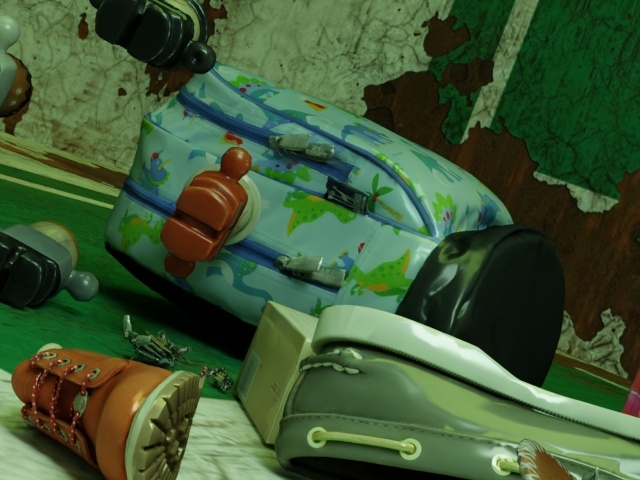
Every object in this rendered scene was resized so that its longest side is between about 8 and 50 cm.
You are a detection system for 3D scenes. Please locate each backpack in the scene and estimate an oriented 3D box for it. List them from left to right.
[{"bbox_3d":[0.000,0.000,1.227,0.356,0.273,0.290,9,4,26],"label":"backpack"}]

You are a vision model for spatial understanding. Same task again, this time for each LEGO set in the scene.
[{"bbox_3d":[-0.097,0.079,0.973,0.083,0.023,0.054,34,5,0],"label":"LEGO set"}]

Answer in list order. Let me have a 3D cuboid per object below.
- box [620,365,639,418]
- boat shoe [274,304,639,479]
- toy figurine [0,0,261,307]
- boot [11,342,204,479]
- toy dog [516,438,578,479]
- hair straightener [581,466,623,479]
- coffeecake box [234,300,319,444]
[{"bbox_3d":[0.299,0.165,1.145,0.128,0.122,0.257,23,3,20],"label":"box"},{"bbox_3d":[0.125,0.132,0.792,0.305,0.091,0.109,22,-21,7],"label":"boat shoe"},{"bbox_3d":[-0.158,-0.066,1.047,0.210,0.213,0.148,-18,6,7],"label":"toy figurine"},{"bbox_3d":[-0.096,0.075,0.645,0.085,0.059,0.158,18,-6,-4],"label":"boot"},{"bbox_3d":[0.157,0.078,0.364,0.220,0.161,0.333,0,14,4],"label":"toy dog"},{"bbox_3d":[0.081,0.125,0.585,0.047,0.089,0.230,25,4,32],"label":"hair straightener"},{"bbox_3d":[0.051,0.108,0.935,0.186,0.068,0.142,20,2,-12],"label":"coffeecake box"}]
